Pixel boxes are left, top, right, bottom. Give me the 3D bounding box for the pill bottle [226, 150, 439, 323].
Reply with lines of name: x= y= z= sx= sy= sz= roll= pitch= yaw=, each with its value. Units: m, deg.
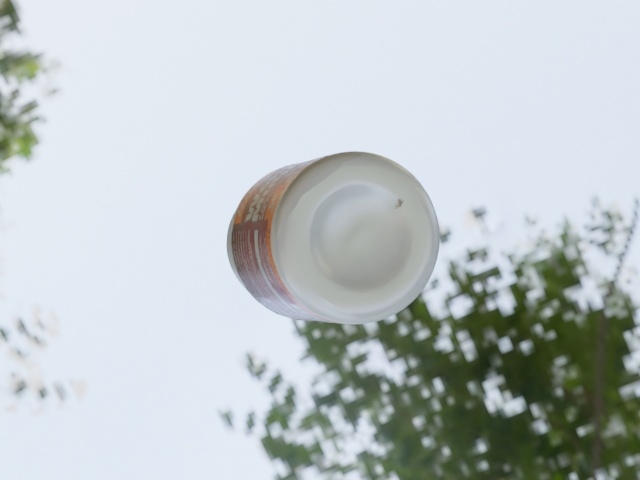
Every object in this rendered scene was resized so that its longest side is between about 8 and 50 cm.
pill bottle: x=0.000 y=0.000 z=1.323 sx=0.121 sy=0.121 sz=0.221 roll=-29 pitch=-174 yaw=-14
